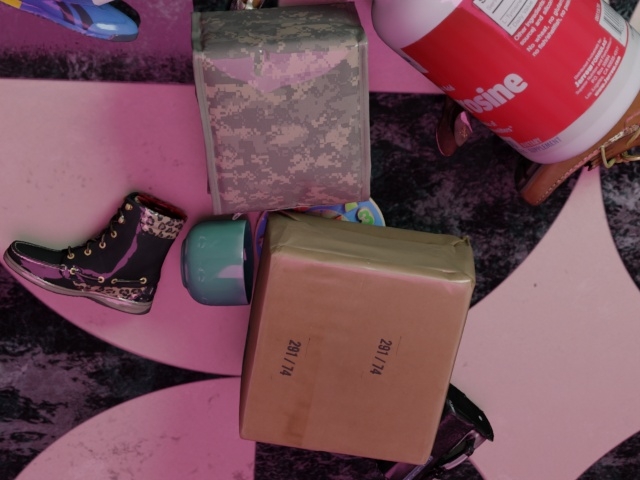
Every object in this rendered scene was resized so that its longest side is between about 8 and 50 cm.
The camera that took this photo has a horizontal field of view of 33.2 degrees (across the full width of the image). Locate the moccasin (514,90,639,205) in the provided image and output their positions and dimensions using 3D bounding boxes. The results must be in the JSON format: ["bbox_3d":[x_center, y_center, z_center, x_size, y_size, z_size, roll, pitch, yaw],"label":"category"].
[{"bbox_3d":[0.447,-0.182,1.570,0.380,0.139,0.147,-43,105,4],"label":"moccasin"}]

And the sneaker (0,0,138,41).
[{"bbox_3d":[-0.338,-0.331,1.437,0.209,0.069,0.082,20,109,-15],"label":"sneaker"}]

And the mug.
[{"bbox_3d":[-0.155,0.045,1.611,0.097,0.129,0.157,-1,119,3],"label":"mug"}]

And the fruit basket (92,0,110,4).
[{"bbox_3d":[-0.153,-0.455,1.212,0.353,0.165,0.327,-22,130,-4],"label":"fruit basket"}]

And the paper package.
[{"bbox_3d":[0.046,0.142,1.604,0.310,0.168,0.324,9,115,-2],"label":"paper package"}]

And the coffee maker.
[{"bbox_3d":[0.173,0.325,1.809,0.171,0.120,0.178,46,104,6],"label":"coffee maker"}]

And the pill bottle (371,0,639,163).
[{"bbox_3d":[0.219,-0.301,1.424,0.408,0.229,0.229,35,108,-20],"label":"pill bottle"}]

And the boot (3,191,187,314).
[{"bbox_3d":[-0.330,-0.001,1.596,0.236,0.085,0.178,21,110,-23],"label":"boot"}]

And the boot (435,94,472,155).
[{"bbox_3d":[0.197,-0.154,1.558,0.037,0.114,0.106,-2,116,-5],"label":"boot"}]

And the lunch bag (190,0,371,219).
[{"bbox_3d":[-0.051,-0.169,1.489,0.235,0.169,0.287,-5,124,-4],"label":"lunch bag"}]

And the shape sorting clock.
[{"bbox_3d":[0.000,0.000,1.655,0.206,0.040,0.206,-2,117,-5],"label":"shape sorting clock"}]

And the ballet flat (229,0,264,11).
[{"bbox_3d":[-0.095,-0.335,1.478,0.041,0.041,0.114,24,112,-17],"label":"ballet flat"}]
